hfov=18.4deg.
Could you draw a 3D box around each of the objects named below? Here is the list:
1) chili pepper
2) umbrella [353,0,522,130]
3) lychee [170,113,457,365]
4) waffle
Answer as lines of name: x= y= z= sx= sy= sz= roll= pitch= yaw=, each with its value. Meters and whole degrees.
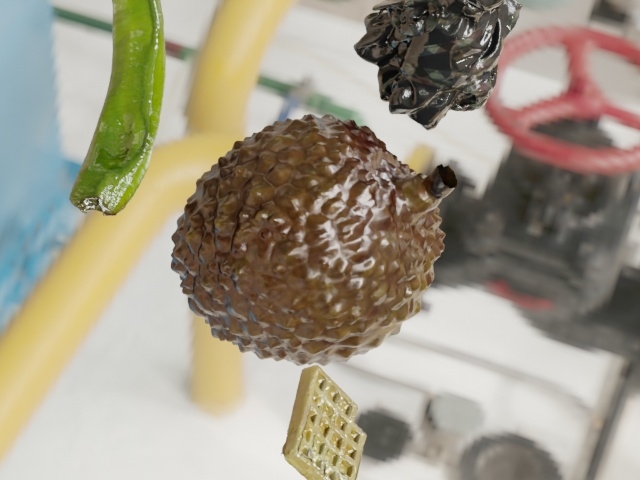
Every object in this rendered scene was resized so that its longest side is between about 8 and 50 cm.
chili pepper: x=-0.141 y=-0.098 z=1.438 sx=0.050 sy=0.052 sz=0.202 roll=101 pitch=-3 yaw=-63
umbrella: x=0.115 y=-0.204 z=1.463 sx=0.272 sy=0.122 sz=0.110 roll=114 pitch=-2 yaw=-47
lychee: x=0.000 y=0.000 z=1.441 sx=0.200 sy=0.238 sz=0.200 roll=35 pitch=45 yaw=-44
waffle: x=0.006 y=0.188 z=1.893 sx=0.021 sy=0.092 sz=0.135 roll=-34 pitch=-158 yaw=29
